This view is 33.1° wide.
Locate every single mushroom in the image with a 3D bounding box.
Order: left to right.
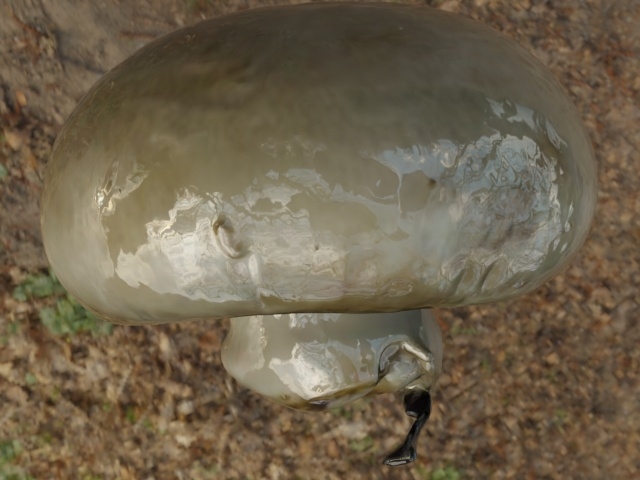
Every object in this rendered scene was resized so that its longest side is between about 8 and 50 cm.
[{"bbox_3d":[0.000,0.000,0.717,0.362,0.362,0.295,-7,90,-20],"label":"mushroom"}]
